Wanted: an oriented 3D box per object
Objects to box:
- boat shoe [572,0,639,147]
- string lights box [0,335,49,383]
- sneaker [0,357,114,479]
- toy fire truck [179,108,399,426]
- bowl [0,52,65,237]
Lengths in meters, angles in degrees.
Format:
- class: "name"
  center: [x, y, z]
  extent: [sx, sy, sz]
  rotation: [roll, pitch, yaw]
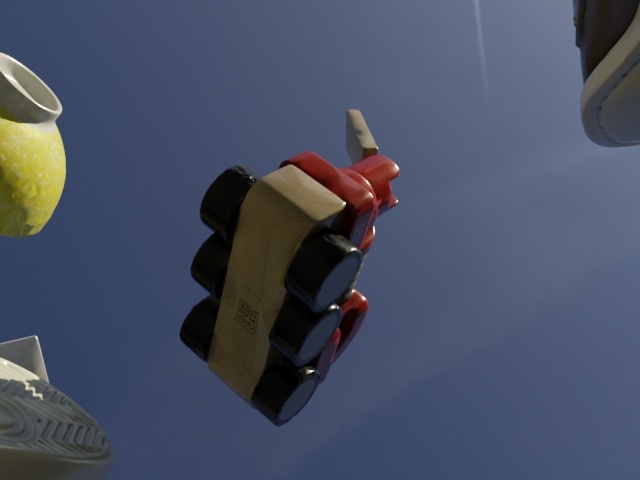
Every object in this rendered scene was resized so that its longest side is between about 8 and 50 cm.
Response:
- class: "boat shoe"
  center: [0.175, -0.141, 0.383]
  extent: [0.116, 0.324, 0.096]
  rotation: [-17, -109, 12]
- class: "string lights box"
  center: [-0.347, 0.219, 0.901]
  extent: [0.077, 0.259, 0.133]
  rotation: [-12, -111, -24]
- class: "sneaker"
  center: [-0.284, 0.137, 0.423]
  extent: [0.350, 0.131, 0.148]
  rotation: [19, -80, -44]
- class: "toy fire truck"
  center: [0.000, 0.000, 0.694]
  extent: [0.158, 0.217, 0.246]
  rotation: [37, -136, 23]
- class: "bowl"
  center: [-0.447, -0.160, 1.070]
  extent: [0.156, 0.289, 0.289]
  rotation: [-43, -84, 8]
